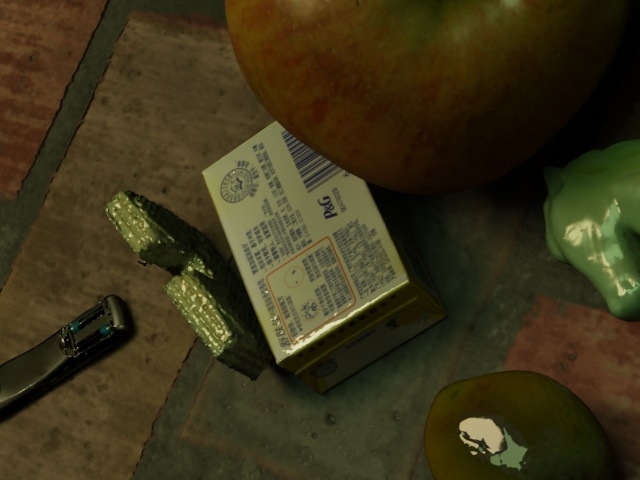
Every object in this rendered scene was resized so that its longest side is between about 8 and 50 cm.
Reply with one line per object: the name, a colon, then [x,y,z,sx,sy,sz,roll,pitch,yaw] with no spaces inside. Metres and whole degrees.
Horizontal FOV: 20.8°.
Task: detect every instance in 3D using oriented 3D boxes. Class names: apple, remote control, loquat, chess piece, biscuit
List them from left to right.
remote control: [-0.302,0.132,1.955,0.212,0.028,0.059,-33,56,15]
biscuit: [-0.123,0.049,1.807,0.046,0.147,0.250,-45,53,8]
apple: [0.105,-0.253,1.647,0.400,0.333,0.400,3,75,-13]
loquat: [0.173,0.191,1.568,0.195,0.152,0.152,34,89,46]
chess piece: [0.332,-0.034,1.582,0.298,0.176,0.176,-24,57,36]

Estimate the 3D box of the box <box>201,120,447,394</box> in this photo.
box: [0.000,0.000,1.786,0.168,0.097,0.265,-35,54,14]
